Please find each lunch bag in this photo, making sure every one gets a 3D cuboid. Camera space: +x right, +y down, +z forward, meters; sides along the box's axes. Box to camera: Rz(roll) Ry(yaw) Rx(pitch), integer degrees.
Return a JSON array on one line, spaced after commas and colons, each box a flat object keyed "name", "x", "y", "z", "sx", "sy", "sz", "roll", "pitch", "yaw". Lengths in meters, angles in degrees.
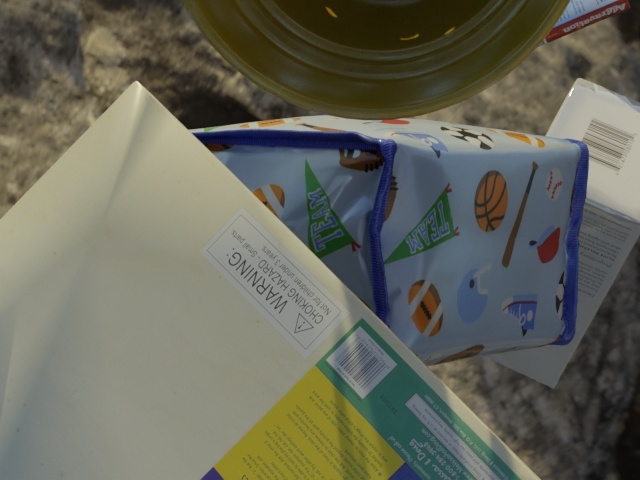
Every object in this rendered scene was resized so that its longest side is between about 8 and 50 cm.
[{"name": "lunch bag", "x": 0.000, "y": 0.000, "z": 1.183, "sx": 0.328, "sy": 0.385, "sz": 0.239, "roll": -1, "pitch": 98, "yaw": -51}]

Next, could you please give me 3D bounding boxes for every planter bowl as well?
[{"name": "planter bowl", "x": 0.031, "y": -0.175, "z": 0.659, "sx": 0.217, "sy": 0.090, "sz": 0.217, "roll": 2, "pitch": 103, "yaw": 8}]

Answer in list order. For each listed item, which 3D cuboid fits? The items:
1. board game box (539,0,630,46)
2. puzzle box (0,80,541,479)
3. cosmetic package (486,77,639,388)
[{"name": "board game box", "x": 0.289, "y": -0.383, "z": 1.654, "sx": 0.145, "sy": 0.027, "sz": 0.281, "roll": -21, "pitch": 58, "yaw": 15}, {"name": "puzzle box", "x": -0.082, "y": 0.121, "z": 0.812, "sx": 0.272, "sy": 0.052, "sz": 0.409, "roll": -45, "pitch": 66, "yaw": 0}, {"name": "cosmetic package", "x": 0.312, "y": -0.001, "z": 1.631, "sx": 0.155, "sy": 0.365, "sz": 0.197, "roll": 25, "pitch": 54, "yaw": 10}]
